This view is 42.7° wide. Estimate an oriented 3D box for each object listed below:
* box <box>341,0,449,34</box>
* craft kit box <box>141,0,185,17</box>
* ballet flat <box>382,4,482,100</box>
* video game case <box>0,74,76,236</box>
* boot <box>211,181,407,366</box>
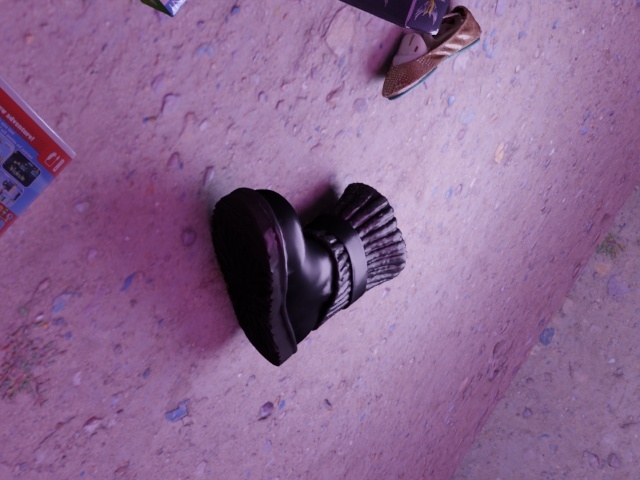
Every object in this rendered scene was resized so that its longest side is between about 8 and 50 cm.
[{"bbox_3d":[0.047,-0.328,0.807,0.059,0.232,0.183,-2,118,-47],"label":"box"},{"bbox_3d":[-0.132,-0.367,0.700,0.250,0.061,0.246,-54,151,-7],"label":"craft kit box"},{"bbox_3d":[0.150,-0.275,1.170,0.206,0.073,0.067,-41,117,-30],"label":"ballet flat"},{"bbox_3d":[-0.364,-0.029,0.695,0.285,0.025,0.204,-50,147,-12],"label":"video game case"},{"bbox_3d":[-0.003,-0.002,1.108,0.260,0.131,0.348,-36,153,-21],"label":"boot"}]
